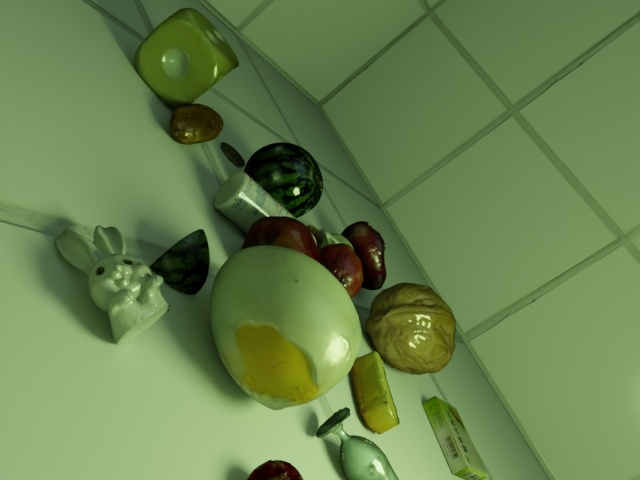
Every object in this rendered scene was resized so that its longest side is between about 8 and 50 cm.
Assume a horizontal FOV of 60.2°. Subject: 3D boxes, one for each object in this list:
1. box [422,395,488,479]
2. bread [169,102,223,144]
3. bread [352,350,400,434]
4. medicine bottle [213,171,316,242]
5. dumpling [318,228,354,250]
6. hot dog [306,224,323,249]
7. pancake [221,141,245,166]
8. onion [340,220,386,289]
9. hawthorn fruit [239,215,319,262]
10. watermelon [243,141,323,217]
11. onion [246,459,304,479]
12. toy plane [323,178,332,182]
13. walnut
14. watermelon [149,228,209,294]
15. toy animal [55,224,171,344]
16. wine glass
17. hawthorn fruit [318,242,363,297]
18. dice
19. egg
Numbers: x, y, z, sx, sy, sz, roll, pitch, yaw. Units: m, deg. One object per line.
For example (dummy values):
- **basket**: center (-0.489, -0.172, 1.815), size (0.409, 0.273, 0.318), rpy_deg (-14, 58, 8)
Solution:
- **box**: center (0.457, 0.676, 1.878), size (0.175, 0.062, 0.260), rpy_deg (38, 23, -41)
- **bread**: center (-0.379, -0.338, 1.646), size (0.124, 0.084, 0.344), rpy_deg (43, 19, -8)
- **bread**: center (0.148, 0.417, 1.524), size (0.102, 0.094, 0.245), rpy_deg (53, 14, -34)
- **medicine bottle**: center (-0.144, -0.045, 1.597), size (0.341, 0.130, 0.130), rpy_deg (41, 20, -32)
- **dumpling**: center (0.057, 0.067, 1.948), size (0.252, 0.131, 0.179), rpy_deg (62, -6, -8)
- **hot dog**: center (0.000, 0.000, 2.043), size (0.165, 0.045, 0.071), rpy_deg (44, 21, -32)
- **pancake**: center (-0.299, -0.295, 1.893), size (0.115, 0.011, 0.115), rpy_deg (47, 18, -20)
- **onion**: center (0.142, 0.071, 2.109), size (0.272, 0.195, 0.272), rpy_deg (163, -90, -76)
- **hawthorn fruit**: center (-0.087, 0.037, 1.450), size (0.248, 0.208, 0.208), rpy_deg (0, 54, -59)
- **watermelon**: center (-0.118, -0.188, 1.768), size (0.269, 0.269, 0.269), rpy_deg (47, 18, -20)
- **onion**: center (-0.075, 0.421, 0.916), size (0.107, 0.097, 0.107), rpy_deg (17, 42, -17)
- **toy plane**: center (-0.051, -0.227, 2.343), size (0.181, 0.107, 0.273), rpy_deg (6, 6, -8)
- **walnut**: center (0.307, 0.295, 1.870), size (0.344, 0.306, 0.306), rpy_deg (24, 33, -46)
- **watermelon**: center (-0.281, 0.035, 1.151), size (0.125, 0.135, 0.094), rpy_deg (38, -14, -34)
- **toy animal**: center (-0.340, 0.046, 0.899), size (0.103, 0.131, 0.221), rpy_deg (-30, 80, -31)
- **wine glass**: center (0.090, 0.481, 1.212), size (0.222, 0.103, 0.103), rpy_deg (52, 16, 1)
- **hawthorn fruit**: center (0.049, 0.111, 1.743), size (0.181, 0.181, 0.235), rpy_deg (49, 17, -14)
- **dice**: center (-0.415, -0.562, 1.726), size (0.227, 0.238, 0.233), rpy_deg (50, 16, -15)
- **egg**: center (-0.077, 0.159, 1.105), size (0.345, 0.283, 0.283), rpy_deg (53, 16, 21)
